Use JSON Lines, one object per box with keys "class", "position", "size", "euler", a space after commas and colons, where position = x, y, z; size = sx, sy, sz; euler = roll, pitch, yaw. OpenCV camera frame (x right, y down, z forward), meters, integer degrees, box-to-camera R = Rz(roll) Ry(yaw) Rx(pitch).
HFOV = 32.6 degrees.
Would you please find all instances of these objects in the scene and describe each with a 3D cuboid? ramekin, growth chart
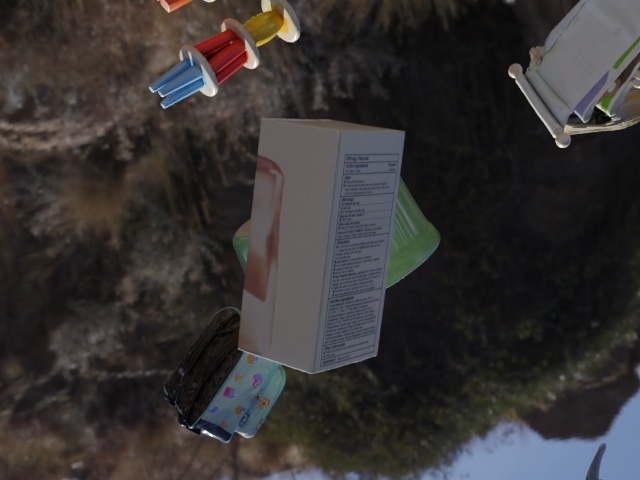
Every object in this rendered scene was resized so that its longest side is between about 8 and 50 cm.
{"class": "ramekin", "position": [0.015, -0.003, 1.660], "size": [0.303, 0.148, 0.303], "euler": [-26, -170, 5]}
{"class": "growth chart", "position": [0.294, -0.204, 1.101], "size": [0.237, 0.021, 0.172], "euler": [-47, -142, 30]}

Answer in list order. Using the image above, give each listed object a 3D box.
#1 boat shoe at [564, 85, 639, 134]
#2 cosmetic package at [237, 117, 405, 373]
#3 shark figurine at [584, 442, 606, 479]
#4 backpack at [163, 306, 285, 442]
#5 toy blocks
{"class": "boat shoe", "position": [0.463, -0.207, 1.751], "size": [0.190, 0.068, 0.072], "euler": [-18, -176, -7]}
{"class": "cosmetic package", "position": [0.000, 0.000, 1.366], "size": [0.129, 0.296, 0.153], "euler": [14, -169, 35]}
{"class": "shark figurine", "position": [0.276, 0.339, 1.201], "size": [0.278, 0.166, 0.116], "euler": [-25, -127, -34]}
{"class": "backpack", "position": [-0.139, 0.207, 1.728], "size": [0.144, 0.188, 0.166], "euler": [23, -171, -28]}
{"class": "toy blocks", "position": [-0.108, -0.199, 0.994], "size": [0.148, 0.123, 0.054], "euler": [-37, -165, -21]}
